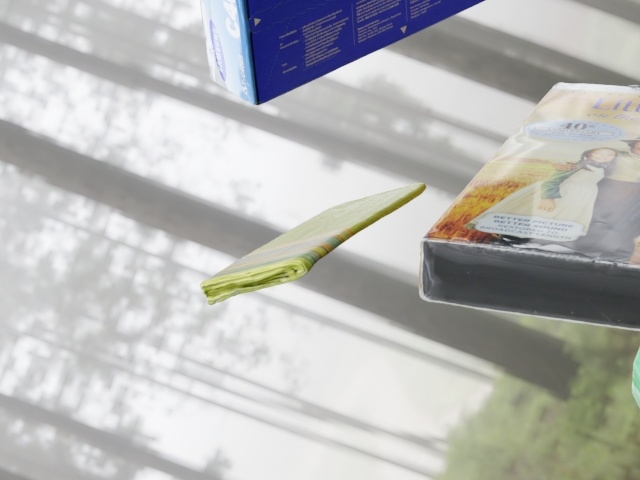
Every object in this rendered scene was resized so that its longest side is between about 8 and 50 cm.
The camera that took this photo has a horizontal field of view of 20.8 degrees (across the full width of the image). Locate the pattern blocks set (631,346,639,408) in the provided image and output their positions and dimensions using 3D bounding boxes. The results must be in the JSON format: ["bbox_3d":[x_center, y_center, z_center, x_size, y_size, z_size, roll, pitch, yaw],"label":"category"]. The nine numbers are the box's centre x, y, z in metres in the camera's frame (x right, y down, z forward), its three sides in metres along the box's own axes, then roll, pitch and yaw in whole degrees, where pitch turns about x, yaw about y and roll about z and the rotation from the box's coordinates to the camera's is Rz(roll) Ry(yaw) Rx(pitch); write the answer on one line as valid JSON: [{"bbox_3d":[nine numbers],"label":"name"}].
[{"bbox_3d":[0.293,0.034,0.706,0.285,0.325,0.026,-74,-19,-47],"label":"pattern blocks set"}]

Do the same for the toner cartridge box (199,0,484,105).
[{"bbox_3d":[0.050,-0.267,1.597,0.348,0.075,0.165,-27,-51,-28],"label":"toner cartridge box"}]

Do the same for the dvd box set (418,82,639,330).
[{"bbox_3d":[0.297,-0.037,1.518,0.420,0.308,0.062,-44,-43,-57],"label":"dvd box set"}]

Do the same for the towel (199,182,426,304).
[{"bbox_3d":[0.000,0.000,1.457,0.237,0.102,0.021,-32,-74,-58],"label":"towel"}]
